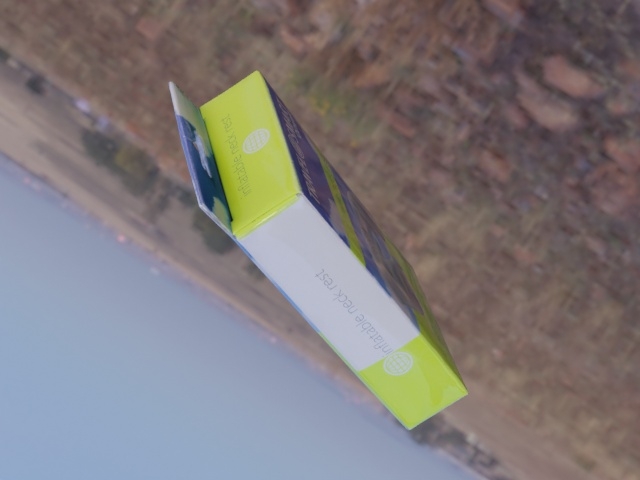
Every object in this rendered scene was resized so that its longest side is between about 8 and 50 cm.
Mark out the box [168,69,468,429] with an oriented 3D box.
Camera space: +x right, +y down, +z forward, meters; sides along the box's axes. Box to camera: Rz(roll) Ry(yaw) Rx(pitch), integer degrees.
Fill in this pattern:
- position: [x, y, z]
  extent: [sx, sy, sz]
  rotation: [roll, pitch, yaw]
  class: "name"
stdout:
- position: [0.000, 0.000, 0.674]
  extent: [0.178, 0.042, 0.109]
  rotation: [50, -168, -37]
  class: "box"
